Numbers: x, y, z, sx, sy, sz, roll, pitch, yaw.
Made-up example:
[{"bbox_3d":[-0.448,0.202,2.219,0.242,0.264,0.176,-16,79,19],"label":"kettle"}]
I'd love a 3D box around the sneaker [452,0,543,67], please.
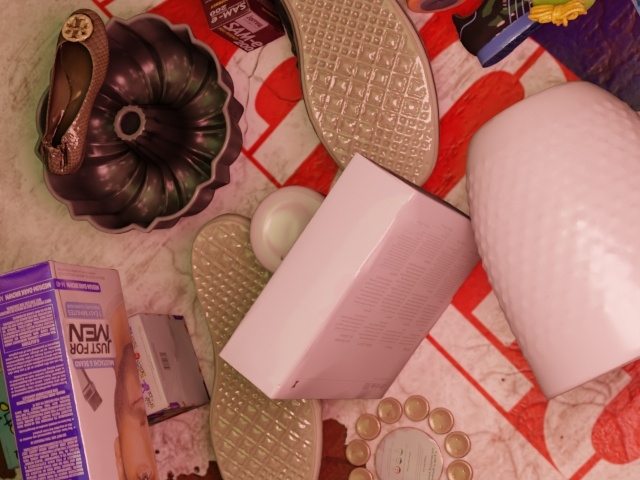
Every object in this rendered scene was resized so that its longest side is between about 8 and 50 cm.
[{"bbox_3d":[0.284,-0.338,1.571,0.232,0.081,0.090,-38,80,14],"label":"sneaker"}]

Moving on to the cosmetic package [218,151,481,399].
[{"bbox_3d":[0.063,0.062,1.451,0.097,0.377,0.284,35,96,23],"label":"cosmetic package"}]

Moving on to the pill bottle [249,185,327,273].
[{"bbox_3d":[0.000,0.000,1.566,0.121,0.221,0.121,-3,83,21],"label":"pill bottle"}]

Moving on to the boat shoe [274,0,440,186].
[{"bbox_3d":[0.035,-0.297,1.630,0.187,0.156,0.500,-25,87,12],"label":"boat shoe"}]

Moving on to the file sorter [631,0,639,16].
[{"bbox_3d":[0.470,-0.306,1.484,0.118,0.104,0.170,-28,75,17],"label":"file sorter"}]

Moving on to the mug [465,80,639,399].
[{"bbox_3d":[0.368,-0.029,1.421,0.374,0.276,0.328,-21,77,-16],"label":"mug"}]

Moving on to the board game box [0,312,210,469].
[{"bbox_3d":[-0.328,0.222,1.710,0.275,0.142,0.144,-22,78,17],"label":"board game box"}]

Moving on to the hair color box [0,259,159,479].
[{"bbox_3d":[-0.320,0.205,1.533,0.110,0.185,0.338,-14,81,17],"label":"hair color box"}]

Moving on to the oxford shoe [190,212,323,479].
[{"bbox_3d":[-0.080,0.178,1.638,0.169,0.130,0.449,-8,96,14],"label":"oxford shoe"}]

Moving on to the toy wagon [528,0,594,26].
[{"bbox_3d":[0.308,-0.395,1.475,0.267,0.068,0.344,-5,58,23],"label":"toy wagon"}]

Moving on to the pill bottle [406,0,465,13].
[{"bbox_3d":[0.143,-0.444,1.611,0.131,0.130,0.245,-13,79,19],"label":"pill bottle"}]

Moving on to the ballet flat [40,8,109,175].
[{"bbox_3d":[-0.365,-0.218,1.687,0.084,0.058,0.249,10,87,21],"label":"ballet flat"}]

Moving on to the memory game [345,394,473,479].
[{"bbox_3d":[0.122,0.305,1.598,0.186,0.012,0.186,-3,83,21],"label":"memory game"}]

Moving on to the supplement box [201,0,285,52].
[{"bbox_3d":[-0.140,-0.412,1.717,0.073,0.130,0.239,-23,75,18],"label":"supplement box"}]

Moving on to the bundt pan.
[{"bbox_3d":[-0.256,-0.166,1.737,0.331,0.124,0.330,-2,84,21],"label":"bundt pan"}]
